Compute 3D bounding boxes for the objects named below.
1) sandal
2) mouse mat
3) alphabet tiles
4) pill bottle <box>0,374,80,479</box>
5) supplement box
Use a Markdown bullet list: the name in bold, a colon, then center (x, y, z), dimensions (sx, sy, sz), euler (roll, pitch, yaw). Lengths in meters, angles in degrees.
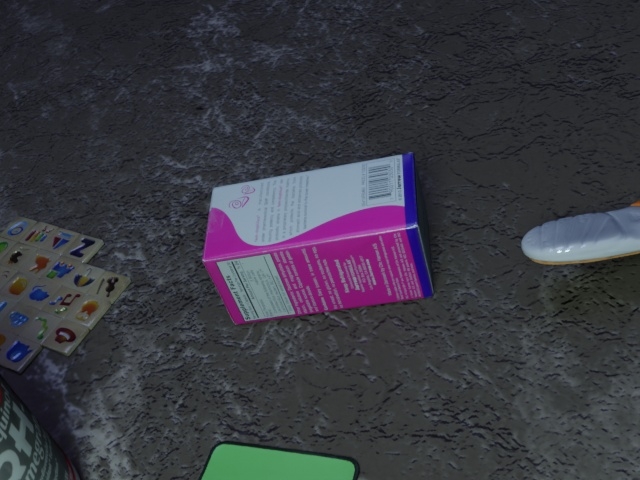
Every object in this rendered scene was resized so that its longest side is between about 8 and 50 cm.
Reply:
- **sandal**: center (0.317, 0.008, 0.882), dimensions (0.265, 0.076, 0.102), euler (-9, 21, -6)
- **mouse mat**: center (-0.059, 0.262, 0.814), dimensions (0.152, 0.007, 0.190), euler (3, 46, 22)
- **alphabet tiles**: center (-0.348, 0.061, 1.121), dimensions (0.237, 0.009, 0.198), euler (14, 52, 31)
- **pill bottle**: center (-0.340, 0.167, 0.783), dimensions (0.176, 0.318, 0.176), euler (-10, 45, 10)
- **supplement box**: center (0.000, 0.000, 0.981), dimensions (0.220, 0.114, 0.111), euler (-8, 45, 11)
